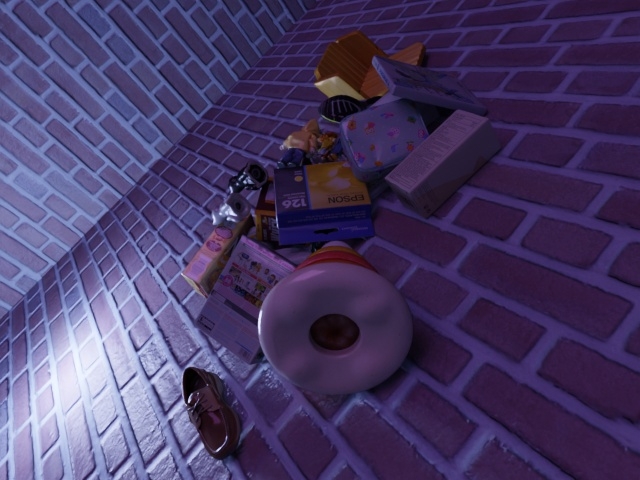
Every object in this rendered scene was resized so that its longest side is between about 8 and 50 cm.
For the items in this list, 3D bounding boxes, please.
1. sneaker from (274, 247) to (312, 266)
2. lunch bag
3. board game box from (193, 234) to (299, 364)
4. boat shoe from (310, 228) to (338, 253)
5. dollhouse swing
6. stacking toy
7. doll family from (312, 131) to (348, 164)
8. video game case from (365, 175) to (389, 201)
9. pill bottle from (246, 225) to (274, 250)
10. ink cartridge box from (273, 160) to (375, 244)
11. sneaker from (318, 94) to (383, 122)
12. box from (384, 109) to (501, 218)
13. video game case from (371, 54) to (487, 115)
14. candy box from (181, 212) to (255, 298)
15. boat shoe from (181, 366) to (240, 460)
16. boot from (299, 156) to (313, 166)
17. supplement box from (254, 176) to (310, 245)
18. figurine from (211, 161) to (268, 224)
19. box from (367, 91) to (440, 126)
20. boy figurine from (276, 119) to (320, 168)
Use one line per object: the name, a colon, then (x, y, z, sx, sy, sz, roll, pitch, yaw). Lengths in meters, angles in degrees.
sneaker: (-0.144, 0.120, 1.529, 0.281, 0.161, 0.102, -11, 18, 16)
lunch bag: (0.204, -0.318, 1.549, 0.278, 0.108, 0.224, -20, 78, -4)
board game box: (-0.200, 0.171, 1.402, 0.223, 0.097, 0.304, 30, 92, 19)
boat shoe: (0.000, 0.000, 1.553, 0.080, 0.076, 0.229, -7, 48, 39)
dollhouse swing: (0.208, -0.750, 1.989, 0.305, 0.315, 0.347, -31, 30, 51)
stacking toy: (0.041, 0.120, 1.248, 0.350, 0.351, 0.480, -30, 21, 16)
doll family: (0.064, -0.364, 1.826, 0.262, 0.118, 0.163, -3, 47, 48)
video game case: (0.140, -0.202, 1.678, 0.206, 0.026, 0.227, -40, 35, 2)
pill bottle: (-0.219, 0.047, 1.677, 0.117, 0.118, 0.209, -28, 38, 19)
ink cartridge box: (0.004, -0.131, 1.544, 0.303, 0.072, 0.307, -6, 46, -4)
sneaker: (0.124, -0.493, 1.854, 0.121, 0.299, 0.111, 173, 92, -65)
box: (0.360, -0.230, 1.414, 0.311, 0.121, 0.148, -42, 35, -1)
video game case: (0.357, -0.524, 1.606, 0.300, 0.328, 0.036, -102, 25, -51)
candy box: (-0.357, 0.046, 1.746, 0.087, 0.183, 0.317, 28, 69, 14)
boat shoe: (-0.321, 0.468, 1.326, 0.123, 0.116, 0.324, -46, 35, -5)
boot: (-0.096, -0.217, 1.847, 0.136, 0.076, 0.198, -18, 58, 37)
supplement box: (-0.114, -0.102, 1.654, 0.191, 0.129, 0.194, 6, 47, 3)
figurine: (-0.294, -0.151, 1.652, 0.209, 0.092, 0.215, -12, 47, 56)
box: (0.295, -0.461, 1.725, 0.181, 0.119, 0.182, -38, 35, 5)
boy figurine: (-0.087, -0.404, 2.044, 0.177, 0.092, 0.285, 8, 55, 26)
